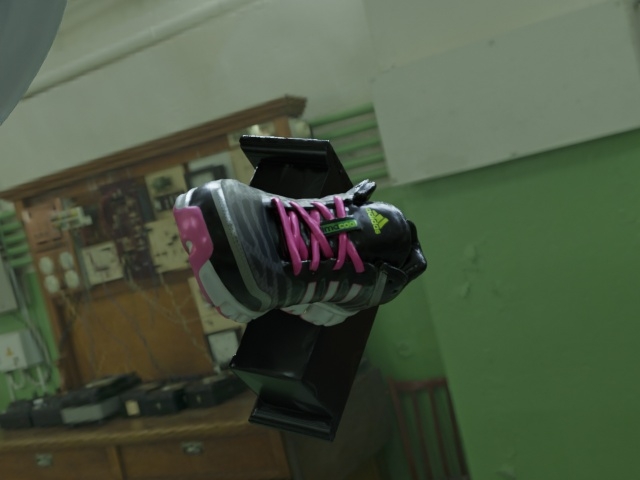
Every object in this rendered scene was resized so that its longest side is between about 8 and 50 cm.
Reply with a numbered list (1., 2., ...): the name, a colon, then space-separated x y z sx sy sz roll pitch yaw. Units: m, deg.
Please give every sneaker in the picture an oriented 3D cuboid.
1. sneaker: 0.000 0.000 0.390 0.074 0.063 0.170 -25 -20 20

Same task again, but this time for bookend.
1. bookend: -0.023 0.037 0.599 0.072 0.157 0.156 7 -28 27

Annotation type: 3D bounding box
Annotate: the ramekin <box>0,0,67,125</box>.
1. ramekin: -0.312 -0.150 0.575 0.277 0.135 0.277 -52 0 0
